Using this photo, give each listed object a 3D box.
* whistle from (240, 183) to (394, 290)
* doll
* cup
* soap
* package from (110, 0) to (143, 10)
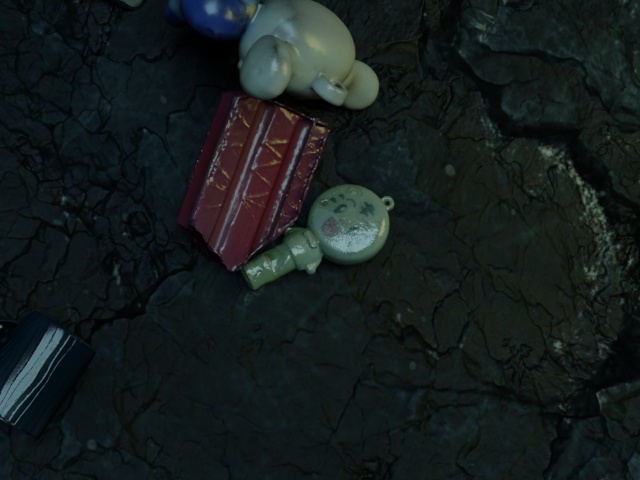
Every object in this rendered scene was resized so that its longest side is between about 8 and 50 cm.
[{"bbox_3d":[0.000,0.000,1.241,0.258,0.067,0.126,-28,71,-12],"label":"whistle"},{"bbox_3d":[-0.095,-0.315,1.181,0.187,0.376,0.365,-43,78,3],"label":"doll"},{"bbox_3d":[-0.398,0.167,1.095,0.150,0.113,0.138,34,72,-4],"label":"cup"},{"bbox_3d":[-0.105,-0.080,1.182,0.162,0.099,0.250,21,89,-33],"label":"soap"},{"bbox_3d":[-0.343,-0.466,1.233,0.232,0.040,0.166,28,93,-28],"label":"package"}]
